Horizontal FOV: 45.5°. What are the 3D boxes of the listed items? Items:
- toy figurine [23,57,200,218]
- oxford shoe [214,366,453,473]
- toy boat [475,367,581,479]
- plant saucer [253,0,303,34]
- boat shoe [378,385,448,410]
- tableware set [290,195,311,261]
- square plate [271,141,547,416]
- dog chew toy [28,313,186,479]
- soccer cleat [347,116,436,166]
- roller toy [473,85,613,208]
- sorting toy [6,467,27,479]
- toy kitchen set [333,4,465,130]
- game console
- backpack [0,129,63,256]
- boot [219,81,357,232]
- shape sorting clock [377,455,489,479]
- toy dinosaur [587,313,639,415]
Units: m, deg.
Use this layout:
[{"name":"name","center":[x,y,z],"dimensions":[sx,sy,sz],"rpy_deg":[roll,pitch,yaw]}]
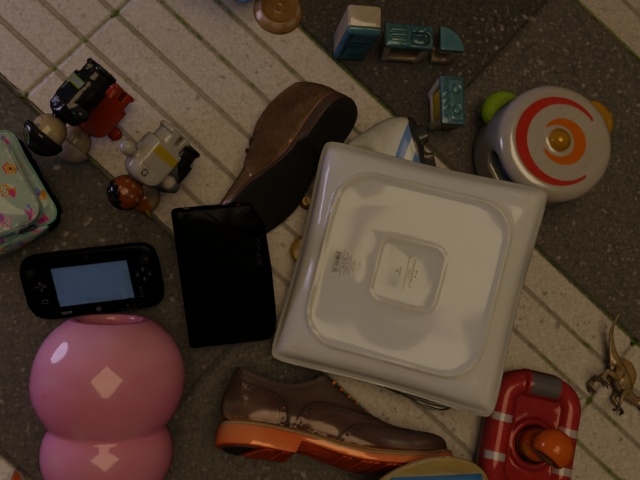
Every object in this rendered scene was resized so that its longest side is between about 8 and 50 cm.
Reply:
[{"name":"toy figurine","center":[-0.294,-0.134,1.094],"dimensions":[0.210,0.213,0.148],"rpy_deg":[41,87,-5]},{"name":"oxford shoe","center":[0.032,0.268,1.137],"dimensions":[0.364,0.130,0.132],"rpy_deg":[14,62,-16]},{"name":"toy boat","center":[0.333,0.315,1.164],"dimensions":[0.151,0.151,0.230],"rpy_deg":[13,80,-7]},{"name":"plant saucer","center":[-0.069,-0.384,1.265],"dimensions":[0.084,0.015,0.083],"rpy_deg":[1,82,-10]},{"name":"boat shoe","center":[0.117,0.199,1.185],"dimensions":[0.220,0.070,0.077],"rpy_deg":[25,79,-5]},{"name":"tableware set","center":[0.000,0.000,1.220],"dimensions":[0.104,0.024,0.154],"rpy_deg":[-11,85,-8]},{"name":"square plate","center":[0.127,0.052,1.127],"dimensions":[0.344,0.049,0.347],"rpy_deg":[14,89,7]},{"name":"dog chew toy","center":[-0.291,0.272,1.047],"dimensions":[0.207,0.206,0.331],"rpy_deg":[1,93,-10]},{"name":"soccer cleat","center":[0.135,-0.029,1.215],"dimensions":[0.143,0.116,0.331],"rpy_deg":[-15,86,10]},{"name":"roller toy","center":[0.362,-0.147,1.238],"dimensions":[0.210,0.146,0.191],"rpy_deg":[11,81,-9]},{"name":"sorting toy","center":[-0.439,0.383,1.085],"dimensions":[0.083,0.045,0.075],"rpy_deg":[-46,110,-12]},{"name":"toy kitchen set","center":[0.133,-0.270,1.229],"dimensions":[0.207,0.122,0.165],"rpy_deg":[1,82,-9]},{"name":"game console","center":[-0.252,0.065,1.128],"dimensions":[0.362,0.044,0.213],"rpy_deg":[-6,105,-2]},{"name":"backpack","center":[-0.487,-0.051,1.083],"dimensions":[0.189,0.144,0.165],"rpy_deg":[-29,93,-9]},{"name":"boot","center":[-0.078,-0.121,1.200],"dimensions":[0.305,0.112,0.115],"rpy_deg":[-50,54,-3]},{"name":"shape sorting clock","center":[0.152,0.390,1.129],"dimensions":[0.206,0.040,0.206],"rpy_deg":[-7,121,-11]},{"name":"toy dinosaur","center":[0.489,0.221,1.265],"dimensions":[0.093,0.053,0.183],"rpy_deg":[-26,94,-28]}]
